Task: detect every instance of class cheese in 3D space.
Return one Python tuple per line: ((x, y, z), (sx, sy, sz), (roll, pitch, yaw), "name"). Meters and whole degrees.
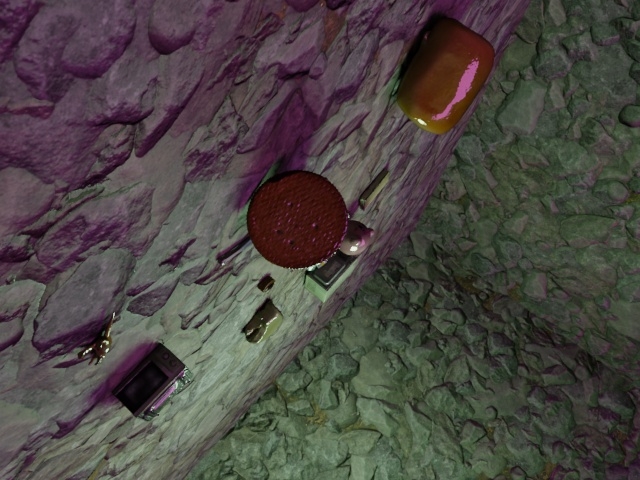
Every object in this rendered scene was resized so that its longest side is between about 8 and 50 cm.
((-0.249, 0.369, 2.353), (0.202, 0.091, 0.175), (-48, 163, -17), "cheese")

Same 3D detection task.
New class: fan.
((-0.225, -0.002, 1.708), (0.282, 0.023, 0.057), (-39, 162, -44), "fan")

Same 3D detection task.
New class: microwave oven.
((-0.514, 0.452, 1.681), (0.205, 0.129, 0.163), (-46, 163, -18), "microwave oven")
((0.048, 0.153, 2.631), (0.240, 0.145, 0.193), (-46, 163, -24), "microwave oven")

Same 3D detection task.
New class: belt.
((-0.210, 0.172, 2.120), (0.083, 0.036, 0.059), (-30, 152, -59), "belt")

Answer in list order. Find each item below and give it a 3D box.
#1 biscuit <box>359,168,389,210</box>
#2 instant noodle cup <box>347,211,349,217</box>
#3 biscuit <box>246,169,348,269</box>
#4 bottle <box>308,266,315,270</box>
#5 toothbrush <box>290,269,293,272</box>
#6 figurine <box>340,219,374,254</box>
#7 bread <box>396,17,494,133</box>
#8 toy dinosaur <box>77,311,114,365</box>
((0.257, -0.240, 2.552), (0.199, 0.041, 0.121), (-50, 163, -14), "biscuit")
((-0.036, -0.068, 1.711), (0.217, 0.208, 0.217), (-54, 168, -17), "instant noodle cup")
((-0.067, -0.057, 1.570), (0.305, 0.305, 0.038), (-55, -168, 11), "biscuit")
((0.000, 0.000, 2.258), (0.082, 0.082, 0.286), (-28, 152, -57), "bottle")
((-0.099, 0.104, 2.347), (0.097, 0.008, 0.006), (-51, 179, -10), "toothbrush")
((0.152, -0.014, 2.514), (0.173, 0.173, 0.173), (-48, 164, -18), "figurine")
((0.453, -0.582, 1.948), (0.375, 0.253, 0.348), (-56, 168, 21), "bread")
((-0.535, 0.247, 1.339), (0.161, 0.039, 0.126), (-56, 175, -5), "toy dinosaur")
